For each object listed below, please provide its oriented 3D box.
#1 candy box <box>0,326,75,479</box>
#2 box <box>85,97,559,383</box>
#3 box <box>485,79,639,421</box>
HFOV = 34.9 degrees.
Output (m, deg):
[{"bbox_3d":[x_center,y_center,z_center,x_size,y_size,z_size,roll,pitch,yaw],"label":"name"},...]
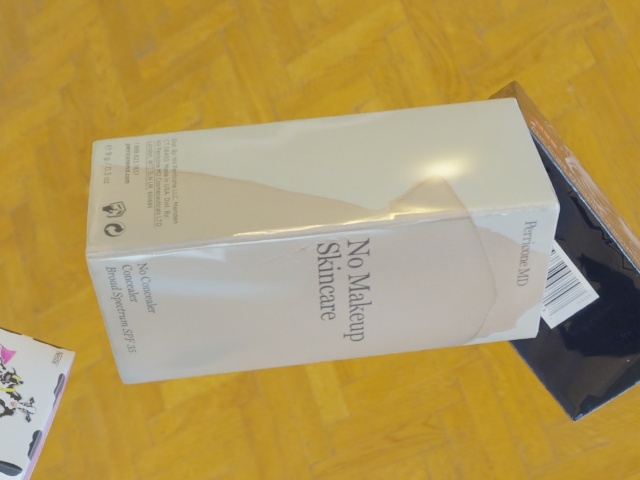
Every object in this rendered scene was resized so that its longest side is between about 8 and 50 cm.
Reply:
[{"bbox_3d":[-0.288,0.111,0.710,0.196,0.165,0.070,20,110,-10],"label":"candy box"},{"bbox_3d":[0.000,0.000,0.738,0.311,0.148,0.121,-7,45,-2],"label":"box"},{"bbox_3d":[0.287,-0.003,1.313,0.179,0.312,0.343,-37,98,17],"label":"box"}]
